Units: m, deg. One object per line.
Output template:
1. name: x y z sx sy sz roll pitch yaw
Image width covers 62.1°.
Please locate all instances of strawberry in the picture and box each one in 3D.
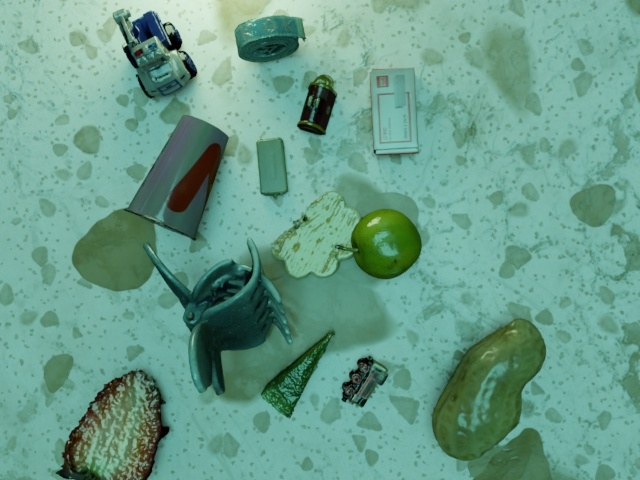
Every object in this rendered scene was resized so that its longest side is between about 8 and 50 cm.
1. strawberry: -0.523 0.506 1.409 0.233 0.138 0.306 32 64 -14

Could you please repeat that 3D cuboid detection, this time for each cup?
1. cup: -0.357 -0.166 1.385 0.203 0.203 0.288 21 83 4

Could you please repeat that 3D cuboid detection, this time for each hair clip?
1. hair clip: -0.219 0.176 1.284 0.238 0.318 0.392 -25 58 -11

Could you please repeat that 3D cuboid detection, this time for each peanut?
1. peanut: 0.422 0.368 1.311 0.192 0.169 0.387 32 90 -1

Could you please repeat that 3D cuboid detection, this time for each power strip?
1. power strip: -0.131 -0.193 1.440 0.076 0.028 0.169 -5 86 3

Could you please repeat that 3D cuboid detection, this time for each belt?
1. belt: -0.141 -0.533 1.399 0.163 0.148 0.082 -6 84 -25

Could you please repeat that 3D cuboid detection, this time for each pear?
1. pear: 0.143 0.015 1.335 0.216 0.166 0.180 -14 108 -21

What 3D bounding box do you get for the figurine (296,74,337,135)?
1. figurine: -0.011 -0.367 1.405 0.082 0.098 0.154 17 92 8

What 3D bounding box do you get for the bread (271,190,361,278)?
1. bread: 0.000 0.000 1.418 0.251 0.039 0.182 -44 86 1

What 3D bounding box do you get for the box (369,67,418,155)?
1. box: 0.196 -0.339 1.411 0.123 0.050 0.229 -2 88 4

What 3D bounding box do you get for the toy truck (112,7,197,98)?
1. toy truck: -0.443 -0.497 1.399 0.161 0.177 0.213 -26 86 2

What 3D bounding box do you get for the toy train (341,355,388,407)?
1. toy train: 0.113 0.373 1.392 0.087 0.050 0.138 33 91 1

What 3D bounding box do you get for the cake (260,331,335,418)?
1. cake: -0.059 0.326 1.379 0.099 0.100 0.235 29 91 4
